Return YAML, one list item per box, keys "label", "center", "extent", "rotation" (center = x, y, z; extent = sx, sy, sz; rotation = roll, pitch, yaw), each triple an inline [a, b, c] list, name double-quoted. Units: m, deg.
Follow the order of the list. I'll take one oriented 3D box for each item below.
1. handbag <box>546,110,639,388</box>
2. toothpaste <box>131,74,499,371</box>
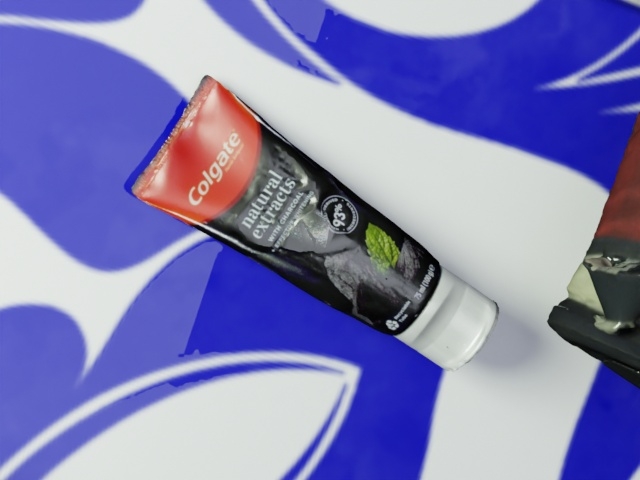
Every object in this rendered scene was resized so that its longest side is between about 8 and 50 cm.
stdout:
- label: "handbag"
  center: [0.240, 0.024, 0.899]
  extent: [0.181, 0.254, 0.181]
  rotation: [24, 86, -39]
- label: "toothpaste"
  center: [0.000, 0.000, 0.924]
  extent: [0.193, 0.045, 0.071]
  rotation: [35, 84, -15]
